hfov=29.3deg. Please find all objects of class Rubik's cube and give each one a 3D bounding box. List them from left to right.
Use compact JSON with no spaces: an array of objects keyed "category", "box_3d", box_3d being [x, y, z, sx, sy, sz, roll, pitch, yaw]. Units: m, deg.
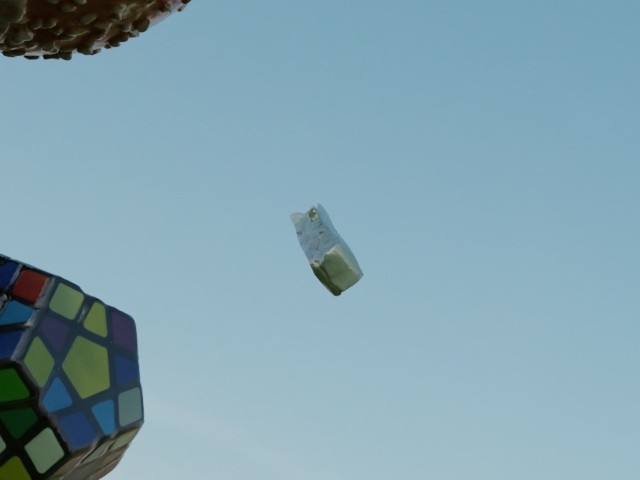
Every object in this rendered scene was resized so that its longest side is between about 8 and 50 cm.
[{"category":"Rubik's cube","box_3d":[-0.146,0.069,0.573,0.112,0.133,0.133,49,-20,16]}]

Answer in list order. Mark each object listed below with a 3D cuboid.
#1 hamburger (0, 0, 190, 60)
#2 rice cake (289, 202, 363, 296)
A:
[{"category":"hamburger","box_3d":[-0.151,-0.200,0.639,0.236,0.147,0.237,-8,-56,-12]},{"category":"rice cake","box_3d":[0.000,0.000,0.898,0.042,0.030,0.180,55,1,-13]}]
